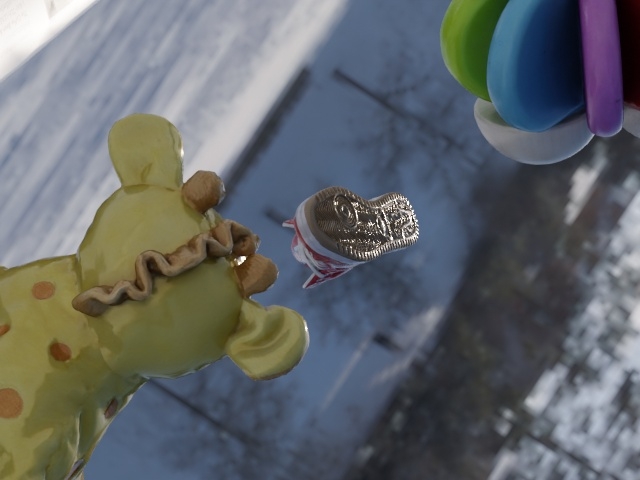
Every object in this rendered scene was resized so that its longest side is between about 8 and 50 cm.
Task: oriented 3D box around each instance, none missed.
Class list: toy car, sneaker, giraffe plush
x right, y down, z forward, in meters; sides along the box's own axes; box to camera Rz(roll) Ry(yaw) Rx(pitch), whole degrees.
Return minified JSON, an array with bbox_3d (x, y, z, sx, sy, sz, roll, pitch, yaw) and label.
[{"bbox_3d":[0.159,-0.111,1.002,0.136,0.182,0.159,-100,-178,-60],"label":"toy car"},{"bbox_3d":[0.000,0.000,0.966,0.067,0.042,0.118,-20,172,26],"label":"sneaker"},{"bbox_3d":[-0.107,0.035,0.836,0.170,0.181,0.210,-35,-162,-4],"label":"giraffe plush"}]

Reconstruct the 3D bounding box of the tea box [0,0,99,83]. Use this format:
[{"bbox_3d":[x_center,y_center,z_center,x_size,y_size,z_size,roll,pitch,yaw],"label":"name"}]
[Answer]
[{"bbox_3d":[-0.369,-0.201,1.284,0.323,0.220,0.329,-10,-159,18],"label":"tea box"}]
